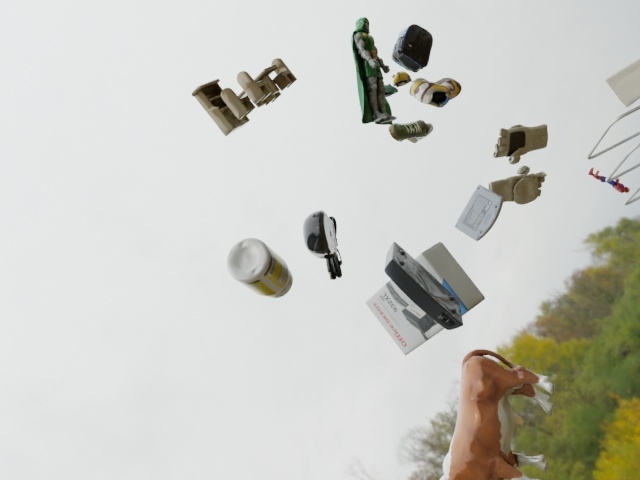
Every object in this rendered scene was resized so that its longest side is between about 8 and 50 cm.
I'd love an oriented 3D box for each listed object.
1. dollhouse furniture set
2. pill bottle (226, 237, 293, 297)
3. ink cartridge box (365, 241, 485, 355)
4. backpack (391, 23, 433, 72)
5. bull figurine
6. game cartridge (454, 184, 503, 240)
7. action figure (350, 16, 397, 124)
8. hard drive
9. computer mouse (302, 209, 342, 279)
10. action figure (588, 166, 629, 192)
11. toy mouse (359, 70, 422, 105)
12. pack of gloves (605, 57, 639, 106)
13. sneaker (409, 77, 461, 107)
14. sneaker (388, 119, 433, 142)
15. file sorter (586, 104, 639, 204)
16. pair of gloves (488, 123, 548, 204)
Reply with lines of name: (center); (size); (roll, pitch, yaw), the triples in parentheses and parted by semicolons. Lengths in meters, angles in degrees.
dollhouse furniture set: (-0.233, -0.448, 1.748); (0.161, 0.242, 0.212); (52, -144, -6)
pill bottle: (-0.153, 0.080, 1.579); (0.119, 0.119, 0.208); (-65, -24, -12)
ink cartridge box: (0.322, 0.188, 1.885); (0.129, 0.223, 0.307); (-24, -17, -46)
backpack: (0.260, -0.551, 1.706); (0.105, 0.084, 0.114); (24, -103, -23)
bull figurine: (0.316, 0.360, 1.086); (0.101, 0.188, 0.310); (1, -86, -65)
game cartridge: (0.266, -0.044, 0.995); (0.017, 0.056, 0.083); (1, -58, -53)
action figure: (0.110, -0.370, 1.291); (0.137, 0.064, 0.232); (-10, -94, -59)
hard drive: (0.271, 0.123, 1.594); (0.054, 0.255, 0.172); (-46, 6, 19)
computer mouse: (0.000, 0.000, 1.637); (0.272, 0.072, 0.188); (49, -145, -73)
action figure: (0.692, -0.140, 1.418); (0.115, 0.038, 0.030); (25, -77, -20)
toy mouse: (0.145, -0.369, 1.441); (0.161, 0.143, 0.031); (-15, -95, -50)
pack of gloves: (0.784, -0.352, 1.296); (0.232, 0.195, 0.046); (-38, 2, 39)
sneaker: (0.318, -0.380, 1.563); (0.186, 0.084, 0.069); (-13, -43, -36)
sneaker: (0.298, -0.362, 1.922); (0.192, 0.086, 0.064); (-5, -108, -55)
file sorter: (0.715, -0.138, 1.214); (0.173, 0.277, 0.193); (-28, -20, -4)
pair of gloves: (0.595, -0.222, 1.771); (0.204, 0.042, 0.240); (-6, -74, -23)
